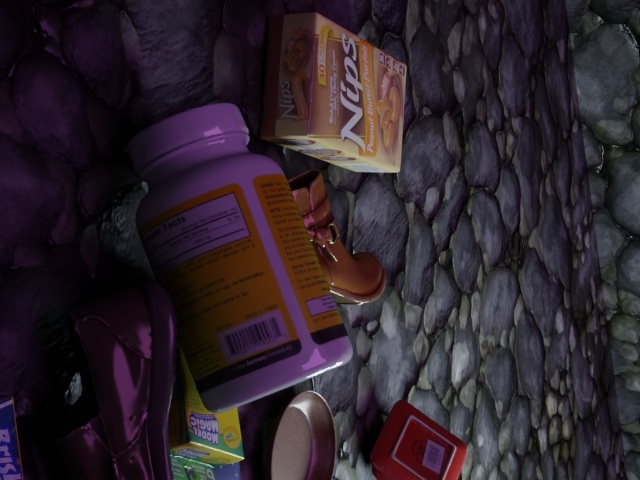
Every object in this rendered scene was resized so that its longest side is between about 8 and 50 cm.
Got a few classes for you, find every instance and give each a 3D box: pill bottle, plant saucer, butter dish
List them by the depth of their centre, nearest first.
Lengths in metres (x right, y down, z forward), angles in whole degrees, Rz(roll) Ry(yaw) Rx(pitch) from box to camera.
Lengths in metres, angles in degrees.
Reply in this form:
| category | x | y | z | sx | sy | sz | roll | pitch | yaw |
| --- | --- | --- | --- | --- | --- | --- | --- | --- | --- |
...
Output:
| category | x | y | z | sx | sy | sz | roll | pitch | yaw |
| --- | --- | --- | --- | --- | --- | --- | --- | --- | --- |
| pill bottle | -0.103 | 0.018 | 1.355 | 0.188 | 0.188 | 0.333 | -9 | 76 | -62 |
| plant saucer | -0.037 | 0.321 | 1.721 | 0.199 | 0.036 | 0.198 | -5 | 96 | -62 |
| butter dish | 0.151 | 0.388 | 2.002 | 0.160 | 0.118 | 0.160 | 35 | 45 | -4 |

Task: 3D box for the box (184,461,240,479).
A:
| category | x | y | z | sx | sy | sz | roll | pitch | yaw |
| --- | --- | --- | --- | --- | --- | --- | --- | --- | --- |
| box | -0.153 | 0.327 | 1.505 | 0.136 | 0.037 | 0.225 | -14 | 102 | -61 |

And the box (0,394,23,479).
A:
| category | x | y | z | sx | sy | sz | roll | pitch | yaw |
| --- | --- | --- | --- | --- | --- | --- | --- | --- | --- |
| box | -0.334 | 0.240 | 1.145 | 0.059 | 0.054 | 0.168 | -21 | 110 | -60 |

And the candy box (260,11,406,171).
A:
| category | x | y | z | sx | sy | sz | roll | pitch | yaw |
| --- | --- | --- | --- | --- | --- | --- | --- | --- | --- |
| candy box | 0.027 | -0.218 | 1.771 | 0.316 | 0.088 | 0.182 | 13 | 79 | -61 |

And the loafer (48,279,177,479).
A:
| category | x | y | z | sx | sy | sz | roll | pitch | yaw |
| --- | --- | --- | --- | --- | --- | --- | --- | --- | --- |
| loafer | -0.240 | 0.226 | 1.282 | 0.130 | 0.134 | 0.365 | 0 | 93 | -25 |

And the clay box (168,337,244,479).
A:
| category | x | y | z | sx | sy | sz | roll | pitch | yaw |
| --- | --- | --- | --- | --- | --- | --- | --- | --- | --- |
| clay box | -0.154 | 0.185 | 1.406 | 0.127 | 0.053 | 0.222 | 34 | 39 | -57 |

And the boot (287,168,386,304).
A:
| category | x | y | z | sx | sy | sz | roll | pitch | yaw |
| --- | --- | --- | --- | --- | --- | --- | --- | --- | --- |
| boot | 0.000 | 0.000 | 1.734 | 0.283 | 0.109 | 0.220 | -27 | 110 | -51 |
